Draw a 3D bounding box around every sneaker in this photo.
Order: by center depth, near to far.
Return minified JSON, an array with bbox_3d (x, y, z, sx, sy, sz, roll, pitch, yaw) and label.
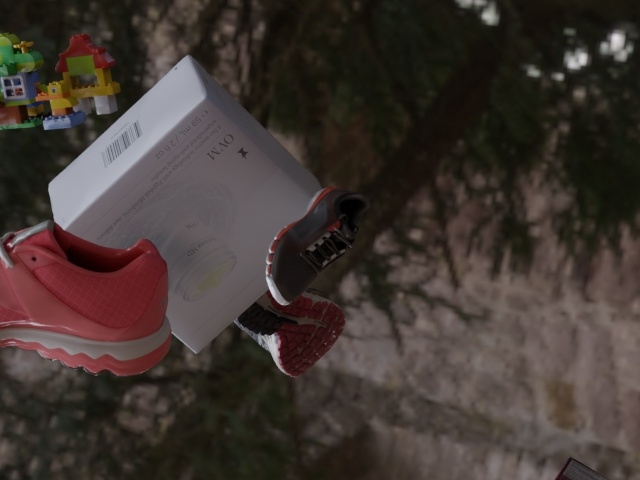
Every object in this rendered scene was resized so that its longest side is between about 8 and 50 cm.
[{"bbox_3d":[-0.290,0.034,1.444,0.116,0.313,0.136,-101,20,-57],"label":"sneaker"},{"bbox_3d":[0.000,0.000,1.596,0.061,0.065,0.158,53,-127,-31],"label":"sneaker"},{"bbox_3d":[-0.062,0.086,2.125,0.121,0.112,0.299,-46,-36,-6],"label":"sneaker"}]

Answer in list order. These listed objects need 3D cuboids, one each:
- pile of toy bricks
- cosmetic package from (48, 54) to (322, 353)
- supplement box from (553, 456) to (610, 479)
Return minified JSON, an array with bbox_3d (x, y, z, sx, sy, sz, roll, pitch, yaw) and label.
[{"bbox_3d":[-0.320,-0.164,1.556,0.118,0.212,0.105,-38,-58,-63],"label":"pile of toy bricks"},{"bbox_3d":[-0.141,-0.038,1.719,0.224,0.138,0.224,-42,-61,9],"label":"cosmetic package"},{"bbox_3d":[0.201,0.228,1.283,0.083,0.043,0.055,-40,-23,-53],"label":"supplement box"}]
